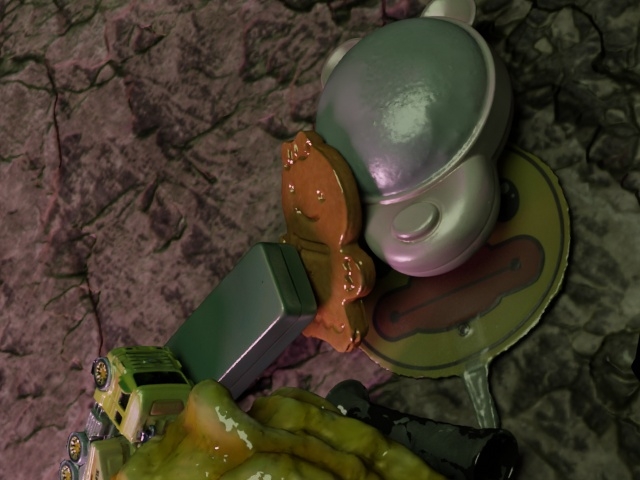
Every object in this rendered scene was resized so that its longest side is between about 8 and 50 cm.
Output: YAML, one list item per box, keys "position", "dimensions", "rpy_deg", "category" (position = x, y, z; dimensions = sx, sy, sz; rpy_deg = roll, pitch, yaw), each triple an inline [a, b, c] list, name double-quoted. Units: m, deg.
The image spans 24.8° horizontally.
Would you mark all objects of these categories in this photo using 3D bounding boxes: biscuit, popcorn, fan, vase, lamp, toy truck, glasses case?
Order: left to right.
- position: [-0.165, 0.184, 1.280]
  dimensions: [0.100, 0.077, 0.168]
  rpy_deg: [46, 122, 44]
  category: "toy truck"
- position: [-0.075, 0.082, 1.271]
  dimensions: [0.184, 0.039, 0.077]
  rpy_deg: [-47, 52, 37]
  category: "glasses case"
- position: [-0.030, 0.252, 1.039]
  dimensions: [0.321, 0.326, 0.290]
  rpy_deg: [9, 92, 30]
  category: "popcorn"
- position: [0.002, 0.004, 1.233]
  dimensions: [0.133, 0.027, 0.184]
  rpy_deg: [36, 130, 50]
  category: "biscuit"
- position: [0.074, -0.089, 1.220]
  dimensions: [0.179, 0.108, 0.246]
  rpy_deg: [-25, 59, 31]
  category: "lamp"
- position: [0.076, 0.157, 1.156]
  dimensions: [0.167, 0.059, 0.059]
  rpy_deg: [14, 81, 43]
  category: "vase"
- position: [0.116, 0.048, 1.209]
  dimensions: [0.230, 0.011, 0.335]
  rpy_deg: [-27, 59, 25]
  category: "fan"

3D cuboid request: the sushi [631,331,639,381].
- position: [0.379, 0.066, 0.834]
  dimensions: [0.329, 0.328, 0.285]
  rpy_deg: [-38, 69, 16]
  category: "sushi"
